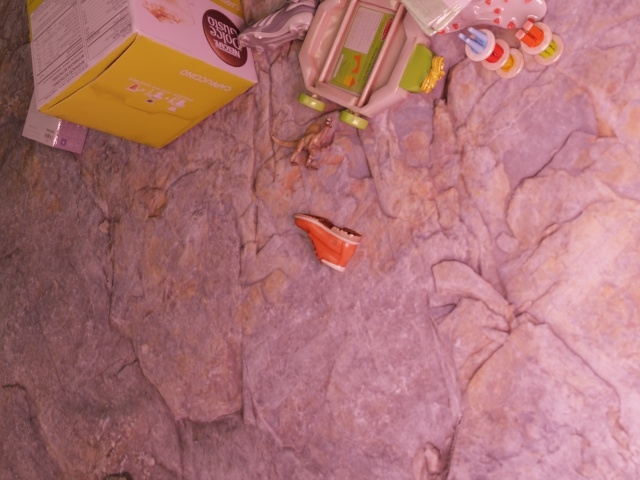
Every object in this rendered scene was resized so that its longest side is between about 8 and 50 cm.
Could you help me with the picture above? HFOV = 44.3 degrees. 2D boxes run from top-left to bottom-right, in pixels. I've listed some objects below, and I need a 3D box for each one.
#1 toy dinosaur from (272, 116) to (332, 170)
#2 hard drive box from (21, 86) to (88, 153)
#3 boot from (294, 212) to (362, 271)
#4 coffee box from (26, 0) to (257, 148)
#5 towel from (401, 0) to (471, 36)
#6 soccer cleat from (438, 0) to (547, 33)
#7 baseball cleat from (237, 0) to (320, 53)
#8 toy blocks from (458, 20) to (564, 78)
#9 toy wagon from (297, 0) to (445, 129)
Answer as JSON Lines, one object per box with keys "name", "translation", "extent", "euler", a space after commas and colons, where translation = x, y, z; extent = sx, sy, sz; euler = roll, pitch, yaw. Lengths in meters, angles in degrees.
{"name": "toy dinosaur", "translation": [-0.028, -0.188, 1.557], "extent": [0.183, 0.053, 0.092], "euler": [-14, 61, 48]}
{"name": "hard drive box", "translation": [-0.694, -0.367, 2.109], "extent": [0.181, 0.089, 0.232], "euler": [21, 96, 40]}
{"name": "boot", "translation": [0.000, 0.000, 1.486], "extent": [0.158, 0.059, 0.084], "euler": [30, 106, 38]}
{"name": "coffee box", "translation": [-0.390, -0.446, 1.706], "extent": [0.338, 0.338, 0.334], "euler": [-26, 67, 33]}
{"name": "towel", "translation": [0.232, -0.525, 1.289], "extent": [0.325, 0.038, 0.248], "euler": [-39, 78, 8]}
{"name": "soccer cleat", "translation": [0.281, -0.388, 1.315], "extent": [0.196, 0.076, 0.068], "euler": [0, 123, 27]}
{"name": "baseball cleat", "translation": [-0.082, -0.456, 1.638], "extent": [0.206, 0.072, 0.109], "euler": [0, 69, 35]}
{"name": "toy blocks", "translation": [0.296, -0.310, 1.231], "extent": [0.123, 0.148, 0.054], "euler": [-15, 73, 38]}
{"name": "toy wagon", "translation": [0.100, -0.340, 1.455], "extent": [0.344, 0.068, 0.267], "euler": [31, 102, 38]}
